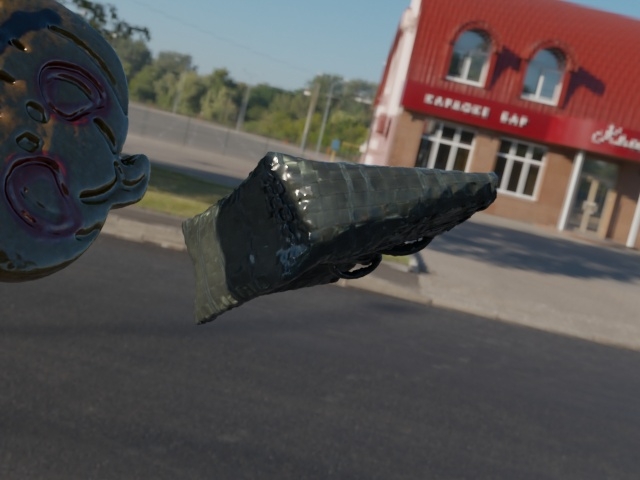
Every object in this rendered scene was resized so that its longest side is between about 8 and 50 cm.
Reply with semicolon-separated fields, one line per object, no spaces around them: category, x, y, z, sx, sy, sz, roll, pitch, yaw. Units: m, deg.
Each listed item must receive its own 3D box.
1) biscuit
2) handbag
biscuit;-0.325;-0.122;0.959;0.314;0.367;0.063;27;-37;-33
handbag;0.000;0.000;0.674;0.175;0.088;0.270;-5;-13;-30
